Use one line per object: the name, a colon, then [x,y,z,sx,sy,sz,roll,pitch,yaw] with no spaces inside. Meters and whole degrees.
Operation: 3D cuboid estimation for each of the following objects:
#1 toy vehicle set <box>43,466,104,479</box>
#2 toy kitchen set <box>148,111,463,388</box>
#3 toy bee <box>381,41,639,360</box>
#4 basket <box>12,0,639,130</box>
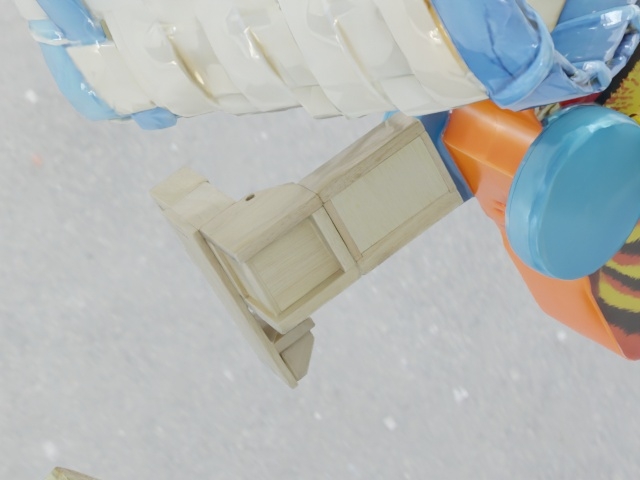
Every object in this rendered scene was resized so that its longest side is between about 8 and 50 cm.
toy vehicle set: [0.024,0.168,0.574,0.035,0.267,0.166,-48,54,9]
toy kitchen set: [0.000,0.000,0.589,0.075,0.068,0.083,-36,27,-11]
toy bee: [0.106,-0.067,0.706,0.195,0.298,0.162,34,87,19]
basket: [0.051,-0.150,0.425,0.289,0.201,0.255,-10,32,24]
